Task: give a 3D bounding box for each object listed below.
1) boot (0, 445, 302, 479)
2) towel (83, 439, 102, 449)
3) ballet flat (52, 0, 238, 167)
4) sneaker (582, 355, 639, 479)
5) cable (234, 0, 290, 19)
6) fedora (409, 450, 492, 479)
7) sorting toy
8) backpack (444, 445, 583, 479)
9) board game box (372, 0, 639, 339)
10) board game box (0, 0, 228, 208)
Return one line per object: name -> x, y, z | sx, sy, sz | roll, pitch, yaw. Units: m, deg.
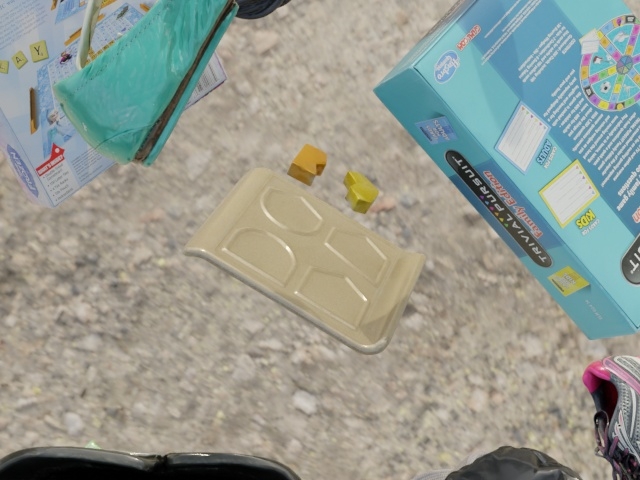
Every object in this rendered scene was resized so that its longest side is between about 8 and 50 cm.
boot -> -0.121, 0.125, 0.537 | 0.246, 0.161, 0.083 | -1, 63, 5
towel -> -0.174, 0.238, 0.871 | 0.113, 0.023, 0.152 | 43, 65, -11
ballet flat -> -0.068, -0.160, 0.671 | 0.087, 0.083, 0.247 | 34, 89, -15
sneaker -> 0.434, 0.301, 1.631 | 0.112, 0.121, 0.299 | 5, 56, -23
cable -> -0.069, -0.284, 1.034 | 0.150, 0.184, 0.047 | -20, 38, 8
fedora -> 0.236, 0.389, 1.642 | 0.243, 0.124, 0.275 | 5, 41, -18
sorting toy -> 0.000, 0.000, 1.317 | 0.229, 0.307, 0.041 | 28, 121, 3
backpack -> 0.146, 0.214, 0.677 | 0.115, 0.182, 0.152 | -28, 39, 6
board game box -> 0.249, -0.110, 1.185 | 0.336, 0.079, 0.254 | 48, 64, -11
board game box -> -0.300, -0.259, 1.490 | 0.066, 0.318, 0.318 | 12, 43, 46
